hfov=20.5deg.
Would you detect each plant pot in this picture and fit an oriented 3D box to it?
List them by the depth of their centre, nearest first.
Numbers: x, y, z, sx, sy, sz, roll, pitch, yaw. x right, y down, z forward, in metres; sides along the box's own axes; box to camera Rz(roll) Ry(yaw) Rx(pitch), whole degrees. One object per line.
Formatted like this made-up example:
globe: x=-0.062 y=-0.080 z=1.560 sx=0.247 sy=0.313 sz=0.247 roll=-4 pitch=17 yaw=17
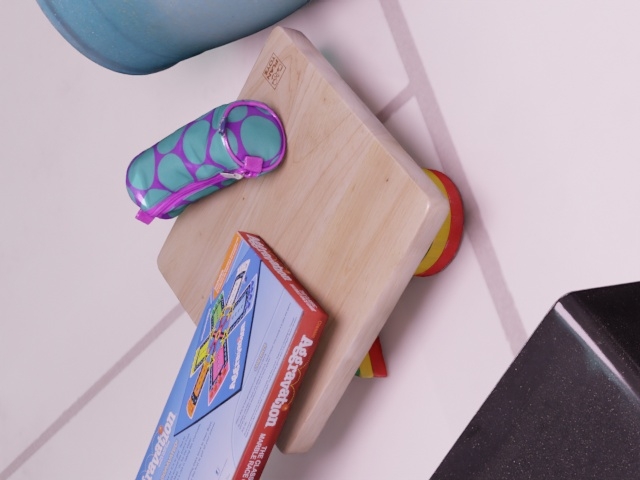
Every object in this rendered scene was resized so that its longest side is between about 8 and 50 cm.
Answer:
plant pot: x=0.211 y=0.150 z=1.144 sx=0.167 sy=0.187 sz=0.188 roll=49 pitch=122 yaw=28
plant pot: x=-0.081 y=-0.294 z=1.489 sx=0.255 sy=0.272 sz=0.271 roll=-8 pitch=79 yaw=36

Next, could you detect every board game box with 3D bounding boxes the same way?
board game box: x=-0.083 y=0.148 z=1.442 sx=0.145 sy=0.027 sz=0.281 roll=47 pitch=119 yaw=52

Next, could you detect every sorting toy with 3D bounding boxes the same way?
sorting toy: x=0.000 y=0.000 z=1.475 sx=0.255 sy=0.089 sz=0.257 roll=52 pitch=124 yaw=40

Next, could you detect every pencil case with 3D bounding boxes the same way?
pencil case: x=-0.099 y=-0.065 z=1.480 sx=0.152 sy=0.064 sz=0.070 roll=-24 pitch=48 yaw=47
